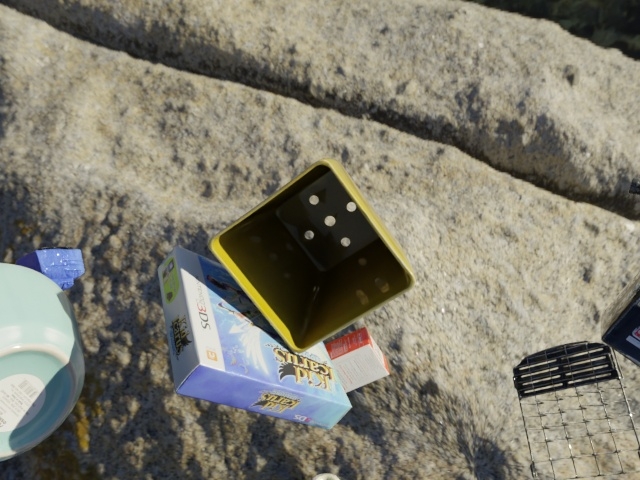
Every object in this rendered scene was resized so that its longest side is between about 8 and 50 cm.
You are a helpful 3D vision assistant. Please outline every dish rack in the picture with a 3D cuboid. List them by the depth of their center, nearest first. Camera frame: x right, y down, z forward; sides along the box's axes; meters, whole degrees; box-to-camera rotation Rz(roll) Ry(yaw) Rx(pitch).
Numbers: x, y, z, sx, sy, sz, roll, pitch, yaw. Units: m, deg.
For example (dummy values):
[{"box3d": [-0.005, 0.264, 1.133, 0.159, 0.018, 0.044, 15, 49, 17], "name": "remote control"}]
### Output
[{"box3d": [0.441, 0.314, 0.937, 0.208, 0.074, 0.271, -28, 56, 39], "name": "dish rack"}]

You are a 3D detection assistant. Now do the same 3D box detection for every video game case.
[{"box3d": [-0.102, 0.145, 0.833, 0.061, 0.269, 0.244, -49, 38, 18], "name": "video game case"}]

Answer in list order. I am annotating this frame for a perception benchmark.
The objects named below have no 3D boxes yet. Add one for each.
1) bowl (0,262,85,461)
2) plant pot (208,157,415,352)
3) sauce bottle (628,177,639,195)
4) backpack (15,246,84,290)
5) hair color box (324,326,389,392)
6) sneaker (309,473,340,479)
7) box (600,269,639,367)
[{"box3d": [-0.489, 0.204, 0.835, 0.163, 0.311, 0.311, 22, 75, 39], "name": "bowl"}, {"box3d": [0.000, 0.000, 0.837, 0.212, 0.187, 0.212, -34, 101, 19], "name": "plant pot"}, {"box3d": [0.525, -0.065, 0.813, 0.128, 0.042, 0.042, 18, 74, 34], "name": "sauce bottle"}, {"box3d": [-0.592, 0.067, 1.232, 0.098, 0.120, 0.101, -14, 88, 28], "name": "backpack"}, {"box3d": [0.034, 0.241, 1.051, 0.167, 0.093, 0.053, -26, 31, 10], "name": "hair color box"}, {"box3d": [0.001, 0.438, 0.764, 0.103, 0.111, 0.252, -3, 39, -7], "name": "sneaker"}, {"box3d": [0.308, 0.053, 0.305, 0.220, 0.051, 0.175, 36, 117, 17], "name": "box"}]
